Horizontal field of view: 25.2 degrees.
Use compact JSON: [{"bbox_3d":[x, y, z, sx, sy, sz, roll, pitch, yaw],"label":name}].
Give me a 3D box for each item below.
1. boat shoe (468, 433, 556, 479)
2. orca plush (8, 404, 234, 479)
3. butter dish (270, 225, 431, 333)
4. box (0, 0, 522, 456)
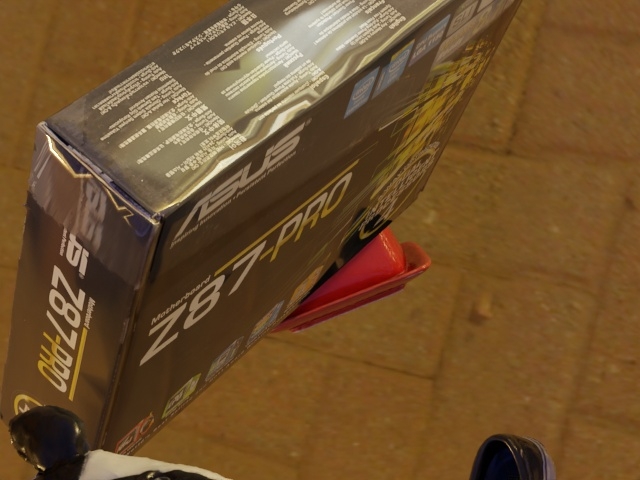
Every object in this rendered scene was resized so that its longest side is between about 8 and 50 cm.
[{"bbox_3d":[0.138,0.263,1.137,0.080,0.076,0.228,4,73,35],"label":"boat shoe"},{"bbox_3d":[-0.161,0.158,0.661,0.287,0.102,0.151,2,102,32],"label":"orca plush"},{"bbox_3d":[0.000,0.000,1.240,0.160,0.160,0.118,-22,99,1],"label":"butter dish"},{"bbox_3d":[-0.030,-0.048,0.938,0.097,0.395,0.318,39,143,14],"label":"box"}]
